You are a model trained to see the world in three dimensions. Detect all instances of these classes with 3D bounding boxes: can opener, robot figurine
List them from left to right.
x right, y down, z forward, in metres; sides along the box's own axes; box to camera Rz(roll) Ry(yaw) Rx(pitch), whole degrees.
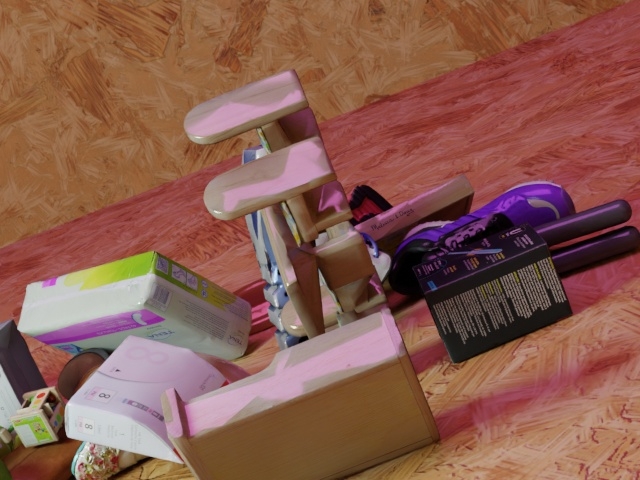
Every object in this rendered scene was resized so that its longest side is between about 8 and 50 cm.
[{"bbox_3d":[-0.488,0.311,1.910,0.101,0.067,0.115,6,9,-11],"label":"robot figurine"},{"bbox_3d":[0.277,0.023,1.704,0.283,0.076,0.095,-19,3,14],"label":"can opener"}]

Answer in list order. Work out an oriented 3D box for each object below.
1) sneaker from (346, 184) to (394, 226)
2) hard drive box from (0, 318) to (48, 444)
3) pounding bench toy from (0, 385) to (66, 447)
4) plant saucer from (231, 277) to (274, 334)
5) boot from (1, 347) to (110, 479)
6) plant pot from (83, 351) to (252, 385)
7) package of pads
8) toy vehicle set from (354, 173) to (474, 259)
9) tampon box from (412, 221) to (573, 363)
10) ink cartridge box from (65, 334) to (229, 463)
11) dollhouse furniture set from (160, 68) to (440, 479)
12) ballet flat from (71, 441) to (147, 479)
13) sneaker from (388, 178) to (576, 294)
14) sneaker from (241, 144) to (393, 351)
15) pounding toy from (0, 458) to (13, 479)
[{"bbox_3d":[0.019,0.003,2.088,0.136,0.116,0.314,-54,-20,24],"label":"sneaker"},{"bbox_3d":[-0.552,0.246,2.026,0.232,0.181,0.089,-18,15,20],"label":"hard drive box"},{"bbox_3d":[-0.398,0.243,1.787,0.083,0.052,0.065,-15,27,17],"label":"pounding bench toy"},{"bbox_3d":[-0.097,0.100,2.127,0.200,0.037,0.200,-22,14,6],"label":"plant saucer"},{"bbox_3d":[-0.378,0.279,1.874,0.264,0.096,0.280,5,37,44],"label":"boot"},{"bbox_3d":[-0.190,0.213,1.680,0.236,0.032,0.236,5,23,-2],"label":"plant pot"},{"bbox_3d":[-0.278,0.122,1.980,0.296,0.229,0.101,-13,58,39],"label":"package of pads"},{"bbox_3d":[0.107,0.000,1.992,0.267,0.035,0.166,-26,-19,-11],"label":"toy vehicle set"},{"bbox_3d":[0.213,0.063,1.619,0.161,0.101,0.120,-22,14,3],"label":"tampon box"},{"bbox_3d":[-0.170,0.202,1.605,0.232,0.066,0.189,8,24,14],"label":"ink cartridge box"},{"bbox_3d":[-0.053,0.084,1.493,0.256,0.362,0.394,-22,44,2],"label":"dollhouse furniture set"},{"bbox_3d":[-0.237,0.245,1.736,0.077,0.091,0.241,17,36,19],"label":"ballet flat"},{"bbox_3d":[0.217,0.014,1.816,0.293,0.102,0.146,-23,11,34],"label":"sneaker"},{"bbox_3d":[0.000,0.001,1.832,0.182,0.315,0.127,-14,12,-12],"label":"sneaker"},{"bbox_3d":[-0.499,0.324,1.589,0.237,0.183,0.110,-29,-28,-16],"label":"pounding toy"}]
